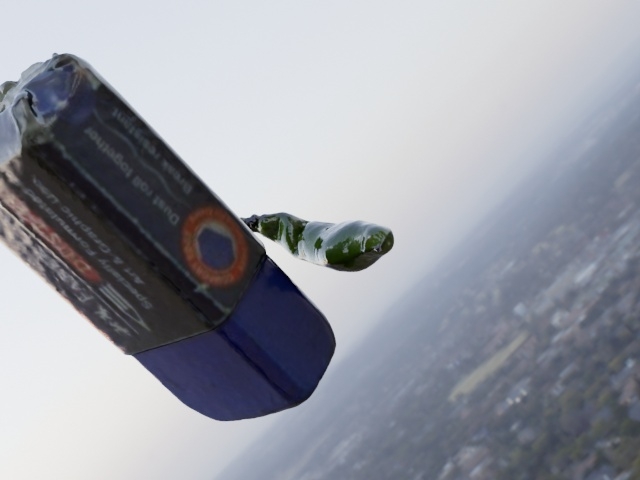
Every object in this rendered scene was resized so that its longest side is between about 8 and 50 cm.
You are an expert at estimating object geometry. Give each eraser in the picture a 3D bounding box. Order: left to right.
[{"bbox_3d":[-0.145,0.010,0.821,0.155,0.332,0.101,-21,29,43],"label":"eraser"}]

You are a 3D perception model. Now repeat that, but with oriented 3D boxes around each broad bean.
[{"bbox_3d":[0.004,0.001,0.896,0.061,0.195,0.046,8,-89,-43],"label":"broad bean"}]
